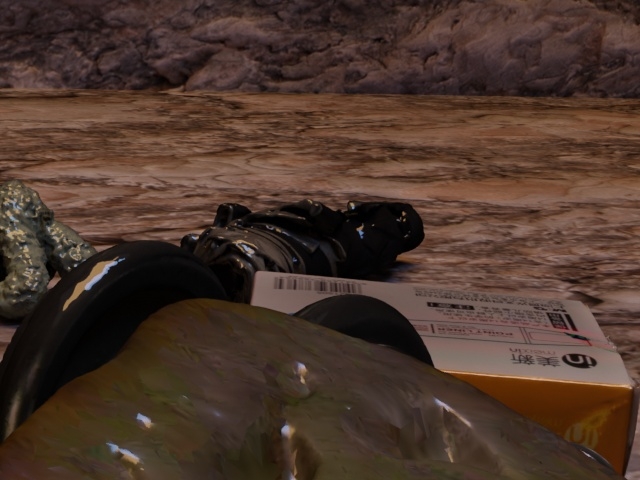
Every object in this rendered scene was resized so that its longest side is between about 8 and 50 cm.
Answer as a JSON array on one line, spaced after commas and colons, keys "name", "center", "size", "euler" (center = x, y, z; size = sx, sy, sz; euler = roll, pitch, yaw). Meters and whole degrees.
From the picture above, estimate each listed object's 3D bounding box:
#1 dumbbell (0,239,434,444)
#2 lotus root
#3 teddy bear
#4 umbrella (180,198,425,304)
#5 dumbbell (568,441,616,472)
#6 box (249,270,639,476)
[{"name": "dumbbell", "center": [-0.054, 0.106, 0.862], "size": [0.290, 0.192, 0.192], "euler": [13, 15, 34]}, {"name": "lotus root", "center": [0.029, 0.153, 0.563], "size": [0.375, 0.111, 0.390], "euler": [12, 24, -38]}, {"name": "teddy bear", "center": [-0.296, -0.004, 1.420], "size": [0.213, 0.111, 0.133], "euler": [15, 12, 32]}, {"name": "umbrella", "center": [-0.005, -0.003, 1.539], "size": [0.113, 0.106, 0.358], "euler": [9, 13, 31]}, {"name": "dumbbell", "center": [0.122, 0.167, 0.901], "size": [0.082, 0.081, 0.254], "euler": [10, 13, 23]}, {"name": "box", "center": [0.076, 0.099, 1.156], "size": [0.274, 0.091, 0.221], "euler": [5, 14, 0]}]
